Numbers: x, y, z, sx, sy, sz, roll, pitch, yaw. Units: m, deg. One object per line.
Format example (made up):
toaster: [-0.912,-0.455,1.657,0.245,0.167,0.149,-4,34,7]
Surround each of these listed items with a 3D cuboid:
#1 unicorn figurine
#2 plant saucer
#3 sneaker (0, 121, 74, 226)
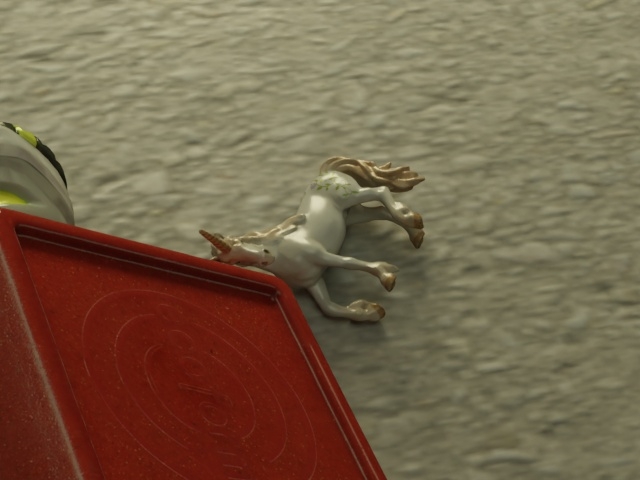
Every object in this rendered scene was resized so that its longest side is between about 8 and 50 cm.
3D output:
unicorn figurine: [0.000,0.000,0.960,0.111,0.060,0.162,23,35,8]
plant saucer: [-0.067,0.087,0.779,0.259,0.048,0.258,17,34,-42]
sneaker: [-0.308,0.018,0.804,0.384,0.145,0.147,-5,55,-23]
